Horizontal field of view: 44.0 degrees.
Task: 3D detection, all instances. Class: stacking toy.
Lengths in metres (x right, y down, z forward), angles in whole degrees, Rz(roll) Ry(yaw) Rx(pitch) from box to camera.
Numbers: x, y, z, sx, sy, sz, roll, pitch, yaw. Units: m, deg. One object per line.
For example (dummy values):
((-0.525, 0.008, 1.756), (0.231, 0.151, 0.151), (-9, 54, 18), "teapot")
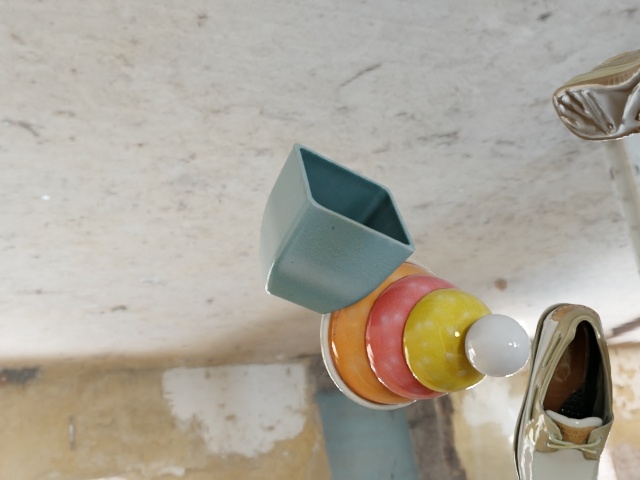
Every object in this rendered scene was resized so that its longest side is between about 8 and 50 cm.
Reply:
((0.245, 0.208, 1.613), (0.351, 0.350, 0.480), (2, 180, -27), "stacking toy")

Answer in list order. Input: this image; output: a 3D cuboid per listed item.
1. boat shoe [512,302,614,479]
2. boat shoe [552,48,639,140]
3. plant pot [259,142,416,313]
((0.313, 0.232, 1.018), (0.113, 0.302, 0.103), (1, 178, 4), "boat shoe")
((0.423, -0.190, 0.937), (0.110, 0.121, 0.341), (-40, -158, -15), "boat shoe")
((0.000, 0.000, 1.621), (0.248, 0.247, 0.252), (24, 117, -24), "plant pot")
